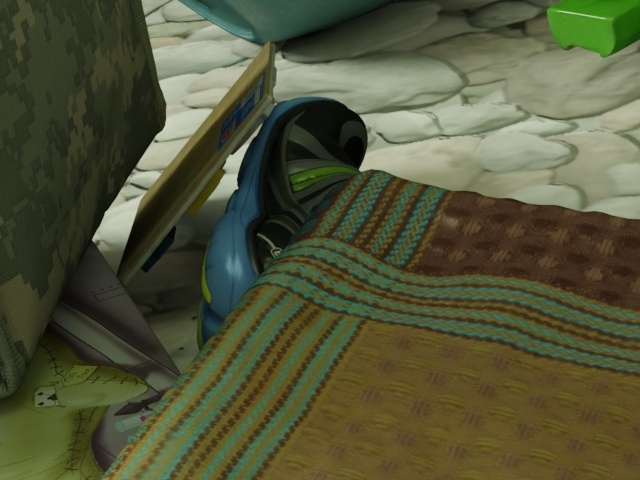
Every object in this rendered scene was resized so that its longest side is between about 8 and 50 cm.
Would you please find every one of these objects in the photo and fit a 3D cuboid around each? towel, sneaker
[{"bbox_3d":[0.069,0.085,0.438,0.271,0.040,0.370,11,30,15],"label":"towel"},{"bbox_3d":[0.000,0.000,0.695,0.078,0.067,0.188,11,26,1],"label":"sneaker"}]

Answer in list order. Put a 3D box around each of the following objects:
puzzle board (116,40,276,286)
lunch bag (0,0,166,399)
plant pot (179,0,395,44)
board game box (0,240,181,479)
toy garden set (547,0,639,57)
[{"bbox_3d":[-0.048,-0.035,0.748,0.096,0.011,0.128,-50,11,11],"label":"puzzle board"},{"bbox_3d":[-0.178,-0.114,0.626,0.169,0.287,0.235,-5,27,12],"label":"lunch bag"},{"bbox_3d":[-0.030,-0.225,0.972,0.195,0.290,0.290,-54,34,-3],"label":"plant pot"},{"bbox_3d":[-0.153,0.074,0.611,0.208,0.056,0.347,-22,27,-13],"label":"board game box"},{"bbox_3d":[0.264,-0.107,0.811,0.204,0.049,0.244,-30,29,-30],"label":"toy garden set"}]
